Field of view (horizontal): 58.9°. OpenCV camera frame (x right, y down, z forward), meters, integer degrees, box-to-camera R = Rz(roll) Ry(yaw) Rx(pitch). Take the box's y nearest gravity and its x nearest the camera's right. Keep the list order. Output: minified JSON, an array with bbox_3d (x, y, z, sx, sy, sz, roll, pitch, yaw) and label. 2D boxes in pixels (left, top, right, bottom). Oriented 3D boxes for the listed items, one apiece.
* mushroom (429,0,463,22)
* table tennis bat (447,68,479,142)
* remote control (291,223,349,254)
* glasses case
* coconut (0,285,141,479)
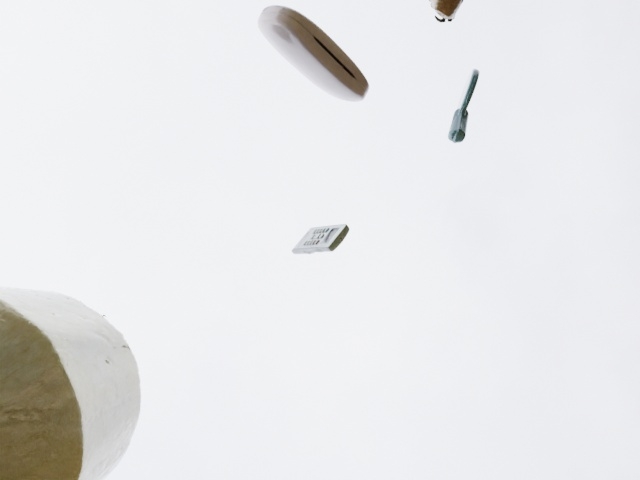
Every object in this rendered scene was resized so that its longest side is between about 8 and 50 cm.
[{"bbox_3d":[0.184,-0.416,0.808,0.072,0.094,0.209,3,-117,-19],"label":"mushroom"},{"bbox_3d":[0.294,-0.272,1.175,0.033,0.124,0.201,18,-128,5],"label":"table tennis bat"},{"bbox_3d":[0.000,0.000,1.106,0.029,0.166,0.065,47,-112,-19],"label":"remote control"},{"bbox_3d":[-0.002,-0.106,0.329,0.083,0.032,0.021,30,-94,-45],"label":"glasses case"},{"bbox_3d":[-0.248,0.130,0.411,0.202,0.222,0.202,0,-95,4],"label":"coconut"}]
